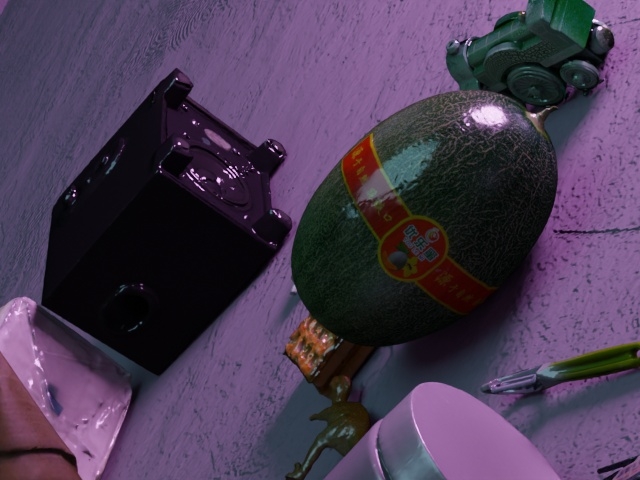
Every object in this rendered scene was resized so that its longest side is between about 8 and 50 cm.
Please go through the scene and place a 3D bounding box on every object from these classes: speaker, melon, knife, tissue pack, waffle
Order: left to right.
[{"bbox_3d":[-0.424,0.279,2.202,0.380,0.207,0.297,-31,30,42],"label":"tissue pack"},{"bbox_3d":[-0.182,-0.025,2.196,0.254,0.184,0.232,-46,24,22],"label":"speaker"},{"bbox_3d":[0.029,0.074,1.832,0.148,0.042,0.102,-53,22,3],"label":"waffle"},{"bbox_3d":[0.098,-0.026,1.669,0.287,0.182,0.182,-45,25,18],"label":"melon"},{"bbox_3d":[0.195,0.104,1.506,0.184,0.026,0.022,-19,81,50],"label":"knife"}]

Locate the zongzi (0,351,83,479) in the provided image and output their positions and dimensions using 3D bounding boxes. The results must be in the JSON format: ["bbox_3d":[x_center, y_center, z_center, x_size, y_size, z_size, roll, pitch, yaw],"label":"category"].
[{"bbox_3d":[-0.332,0.364,1.619,0.500,0.218,0.467,-31,76,34],"label":"zongzi"}]

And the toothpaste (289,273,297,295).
[{"bbox_3d":[0.000,0.000,2.019,0.037,0.021,0.140,-14,44,58],"label":"toothpaste"}]

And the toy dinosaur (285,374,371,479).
[{"bbox_3d":[0.033,0.169,1.704,0.162,0.039,0.126,-16,42,54],"label":"toy dinosaur"}]

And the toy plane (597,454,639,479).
[{"bbox_3d":[0.240,0.158,1.337,0.121,0.031,0.049,-38,19,38],"label":"toy plane"}]

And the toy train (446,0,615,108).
[{"bbox_3d":[0.195,-0.174,1.784,0.178,0.104,0.071,-23,42,52],"label":"toy train"}]

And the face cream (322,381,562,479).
[{"bbox_3d":[0.082,0.216,1.370,0.153,0.177,0.177,-48,24,19],"label":"face cream"}]
